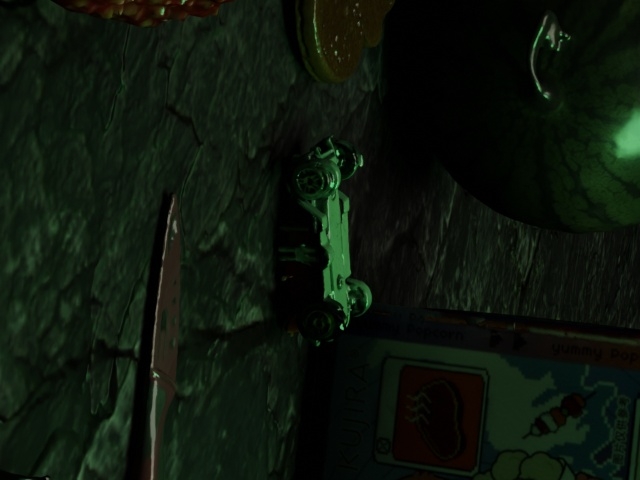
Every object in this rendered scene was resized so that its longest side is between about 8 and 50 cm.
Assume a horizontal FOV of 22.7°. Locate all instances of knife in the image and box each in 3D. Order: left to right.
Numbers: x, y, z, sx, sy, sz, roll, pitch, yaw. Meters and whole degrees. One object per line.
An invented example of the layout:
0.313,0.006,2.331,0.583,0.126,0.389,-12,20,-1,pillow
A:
-0.095,0.095,0.952,0.035,0.018,0.247,9,87,-69,knife

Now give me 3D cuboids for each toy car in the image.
0.000,0.000,1.134,0.073,0.054,0.143,-41,130,-64,toy car

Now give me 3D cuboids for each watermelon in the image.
0.220,-0.143,1.366,0.359,0.279,0.278,-25,119,-69,watermelon

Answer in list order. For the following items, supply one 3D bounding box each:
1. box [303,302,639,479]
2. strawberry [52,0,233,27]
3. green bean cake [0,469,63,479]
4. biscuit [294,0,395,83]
0.161,0.233,1.255,0.257,0.319,0.348,9,88,-68,box
-0.052,-0.231,0.709,0.238,0.250,0.288,-110,-153,-42,strawberry
-0.146,0.227,0.695,0.255,0.132,0.241,49,51,-66,green bean cake
0.017,-0.181,1.162,0.175,0.026,0.124,-43,137,-60,biscuit
